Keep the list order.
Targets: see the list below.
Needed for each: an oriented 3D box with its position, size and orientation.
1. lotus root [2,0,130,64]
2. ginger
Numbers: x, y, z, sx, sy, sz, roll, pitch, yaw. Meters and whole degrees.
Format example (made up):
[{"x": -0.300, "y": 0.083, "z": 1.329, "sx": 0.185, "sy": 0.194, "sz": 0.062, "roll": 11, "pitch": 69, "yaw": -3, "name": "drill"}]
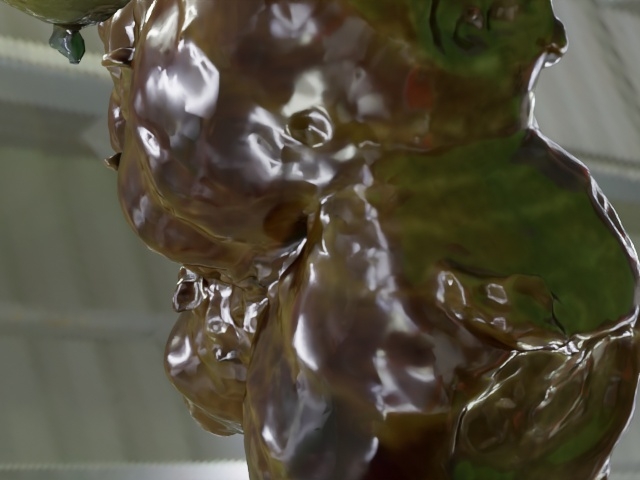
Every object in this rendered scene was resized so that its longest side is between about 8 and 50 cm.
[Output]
[{"x": -0.126, "y": -0.145, "z": 0.550, "sx": 0.078, "sy": 0.183, "sz": 0.203, "roll": -24, "pitch": -100, "yaw": -49, "name": "lotus root"}, {"x": 0.004, "y": 0.011, "z": 0.813, "sx": 0.152, "sy": 0.274, "sz": 0.357, "roll": -27, "pitch": -76, "yaw": -43, "name": "ginger"}]
